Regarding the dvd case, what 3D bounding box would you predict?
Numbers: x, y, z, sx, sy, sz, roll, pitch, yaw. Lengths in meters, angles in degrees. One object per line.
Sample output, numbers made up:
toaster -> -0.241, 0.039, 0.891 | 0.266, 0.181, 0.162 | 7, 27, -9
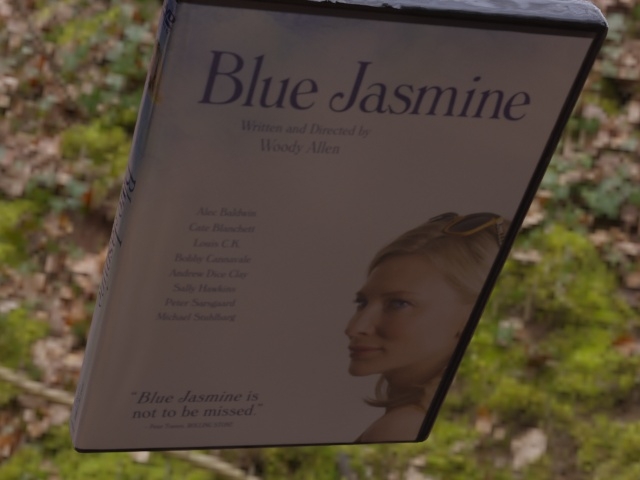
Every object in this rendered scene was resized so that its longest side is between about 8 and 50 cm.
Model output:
dvd case -> 0.000, 0.000, 0.644 | 0.180, 0.022, 0.253 | 2, -50, -21
